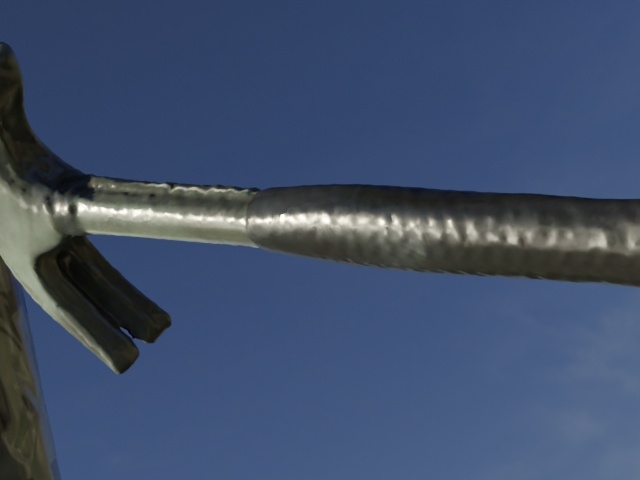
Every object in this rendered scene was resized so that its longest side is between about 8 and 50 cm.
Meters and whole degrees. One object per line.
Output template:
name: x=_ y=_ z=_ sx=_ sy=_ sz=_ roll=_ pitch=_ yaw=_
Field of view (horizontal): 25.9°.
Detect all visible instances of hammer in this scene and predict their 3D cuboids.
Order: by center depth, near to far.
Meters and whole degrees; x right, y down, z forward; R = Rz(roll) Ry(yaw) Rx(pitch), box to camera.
hammer: x=0.000 y=0.000 z=0.369 sx=0.029 sy=0.246 sz=0.103 roll=-48 pitch=-48 yaw=-41

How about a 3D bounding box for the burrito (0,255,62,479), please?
burrito: x=-0.153 y=0.074 z=0.483 sx=0.139 sy=0.445 sz=0.101 roll=-12 pitch=-9 yaw=17
